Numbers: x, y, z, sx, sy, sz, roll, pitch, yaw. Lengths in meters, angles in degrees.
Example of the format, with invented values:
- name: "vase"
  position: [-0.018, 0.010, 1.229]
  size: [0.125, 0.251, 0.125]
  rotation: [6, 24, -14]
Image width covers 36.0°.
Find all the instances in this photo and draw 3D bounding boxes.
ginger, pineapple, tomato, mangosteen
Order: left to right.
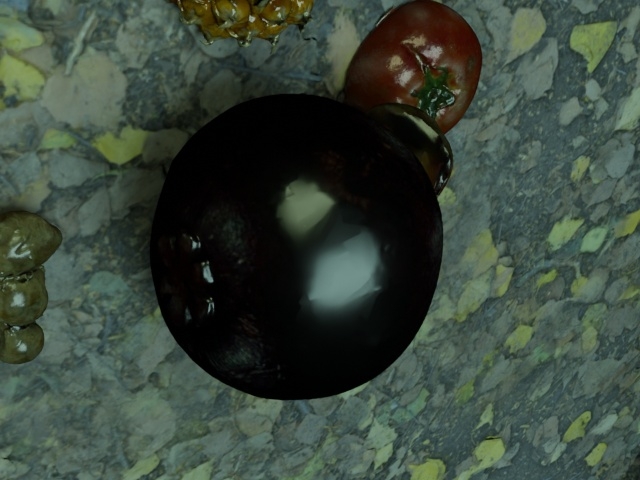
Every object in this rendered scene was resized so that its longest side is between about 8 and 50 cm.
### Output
- name: "ginger"
  position: [-0.361, 0.061, 1.169]
  size: [0.104, 0.080, 0.204]
  rotation: [-9, 122, -42]
- name: "pineapple"
  position: [-0.093, -0.278, 1.103]
  size: [0.140, 0.164, 0.250]
  rotation: [-44, 140, 4]
- name: "mangosteen"
  position: [0.000, 0.000, 1.225]
  size: [0.435, 0.382, 0.382]
  rotation: [-17, 128, -41]
- name: "tomato"
  position: [0.143, -0.220, 1.389]
  size: [0.225, 0.085, 0.225]
  rotation: [-23, 134, -26]
